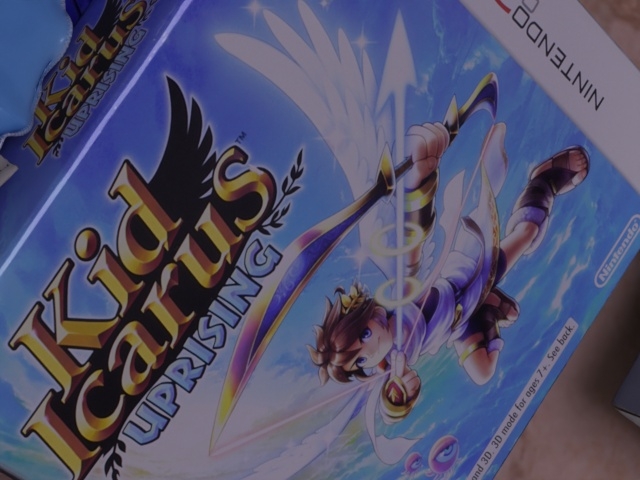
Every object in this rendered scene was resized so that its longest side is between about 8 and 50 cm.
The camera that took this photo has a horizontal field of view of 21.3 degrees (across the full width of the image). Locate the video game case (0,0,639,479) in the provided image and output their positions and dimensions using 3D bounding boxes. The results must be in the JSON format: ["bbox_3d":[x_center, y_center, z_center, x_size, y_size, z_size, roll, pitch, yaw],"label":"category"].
[{"bbox_3d":[0.000,0.000,0.639,0.244,0.061,0.269,40,79,-36],"label":"video game case"}]

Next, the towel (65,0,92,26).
[{"bbox_3d":[-0.055,-0.191,0.672,0.227,0.076,0.308,-27,98,-22],"label":"towel"}]

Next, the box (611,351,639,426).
[{"bbox_3d":[0.232,0.057,0.770,0.186,0.038,0.145,36,82,-33],"label":"box"}]

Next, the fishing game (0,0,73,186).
[{"bbox_3d":[-0.144,-0.098,0.512,0.189,0.041,0.264,56,46,-22],"label":"fishing game"}]
